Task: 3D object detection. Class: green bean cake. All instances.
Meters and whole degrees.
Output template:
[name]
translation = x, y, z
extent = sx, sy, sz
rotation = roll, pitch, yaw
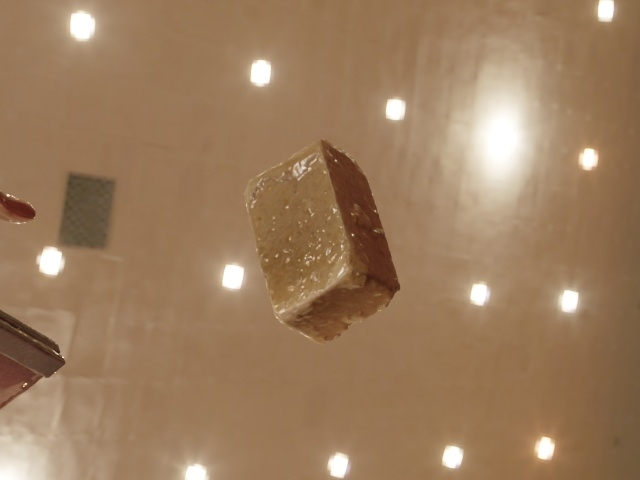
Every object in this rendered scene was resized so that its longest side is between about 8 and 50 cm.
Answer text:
[green bean cake]
translation = 0.000, 0.000, 1.517
extent = 0.085, 0.109, 0.179
rotation = 29, -145, -45

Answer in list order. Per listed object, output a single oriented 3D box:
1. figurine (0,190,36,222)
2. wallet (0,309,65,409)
[figurine]
translation = -0.418, -0.056, 1.387
extent = 0.421, 0.154, 0.193
rotation = 52, -122, -69
[wallet]
translation = -0.222, 0.047, 0.682
extent = 0.119, 0.025, 0.232
rotation = -35, -32, 7
